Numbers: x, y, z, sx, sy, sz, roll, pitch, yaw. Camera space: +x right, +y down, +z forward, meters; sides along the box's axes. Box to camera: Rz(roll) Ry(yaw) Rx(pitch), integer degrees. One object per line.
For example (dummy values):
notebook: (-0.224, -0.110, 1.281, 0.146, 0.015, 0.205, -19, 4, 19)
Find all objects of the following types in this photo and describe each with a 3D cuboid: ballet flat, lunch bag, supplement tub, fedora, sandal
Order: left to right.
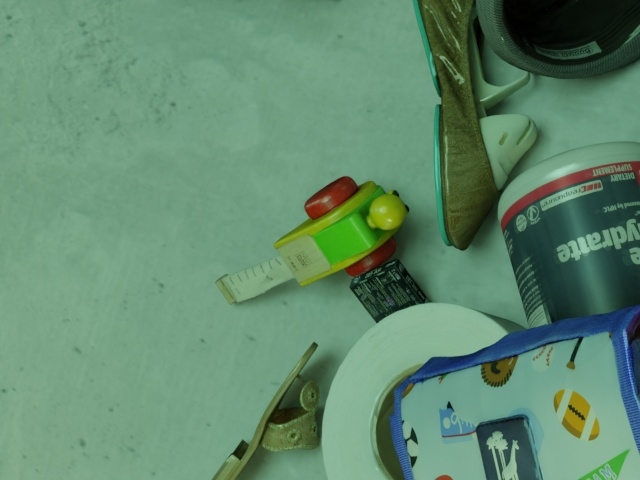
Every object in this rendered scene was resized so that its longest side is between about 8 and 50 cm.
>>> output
sandal: (-0.041, 0.233, 1.927, 0.079, 0.088, 0.240, 37, 110, 3)
ballet flat: (0.183, -0.161, 1.842, 0.124, 0.116, 0.342, -9, 69, 13)
fedora: (0.289, -0.312, 1.750, 0.275, 0.243, 0.124, -51, 27, 21)
supplement tub: (0.302, 0.053, 1.641, 0.191, 0.191, 0.272, -25, 66, 28)
lunch bag: (0.272, 0.243, 1.432, 0.385, 0.239, 0.328, 52, 143, -12)

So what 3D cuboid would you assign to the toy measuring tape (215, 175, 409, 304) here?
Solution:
toy measuring tape: (0.000, 0.000, 1.936, 0.330, 0.121, 0.121, -25, 64, 49)

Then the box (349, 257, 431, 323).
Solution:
box: (0.084, 0.068, 1.862, 0.067, 0.083, 0.018, -27, 23, 28)

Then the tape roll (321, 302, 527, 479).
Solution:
tape roll: (0.144, 0.215, 1.771, 0.286, 0.100, 0.286, -9, 74, 33)
